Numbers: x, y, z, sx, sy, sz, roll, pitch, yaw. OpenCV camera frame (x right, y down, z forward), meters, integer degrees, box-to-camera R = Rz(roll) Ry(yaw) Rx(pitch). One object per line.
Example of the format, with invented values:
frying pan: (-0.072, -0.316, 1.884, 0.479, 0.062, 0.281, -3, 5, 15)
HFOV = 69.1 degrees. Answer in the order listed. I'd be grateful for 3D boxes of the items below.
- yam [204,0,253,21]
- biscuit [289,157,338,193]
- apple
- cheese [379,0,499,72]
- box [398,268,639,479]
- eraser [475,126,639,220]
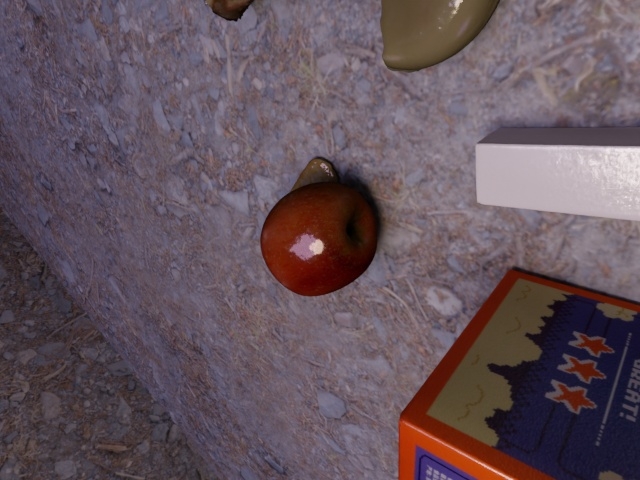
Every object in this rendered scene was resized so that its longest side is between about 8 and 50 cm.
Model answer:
yam: (-0.093, -0.417, 0.618, 0.238, 0.129, 0.128, -16, 67, 47)
biscuit: (-0.015, -0.086, 0.823, 0.071, 0.018, 0.147, 50, 140, 9)
apple: (0.000, 0.000, 0.745, 0.168, 0.181, 0.181, -11, 106, 40)
cheese: (0.118, -0.290, 0.515, 0.175, 0.091, 0.203, 27, 130, 32)
box: (0.274, 0.279, 0.544, 0.256, 0.318, 0.349, 18, 125, 36)
eraser: (0.316, -0.070, 0.472, 0.298, 0.076, 0.078, 11, 122, 39)
